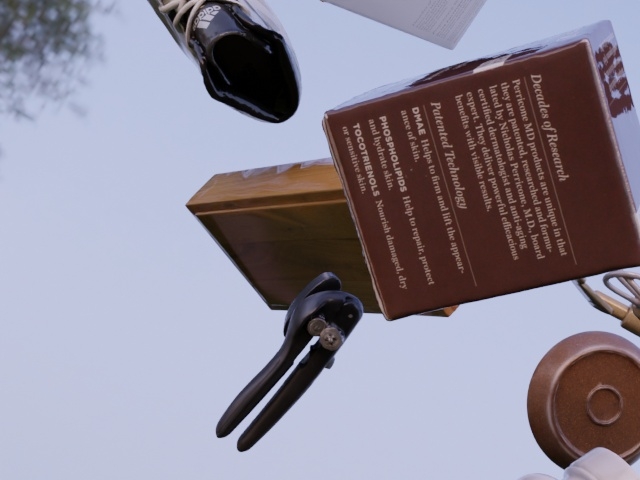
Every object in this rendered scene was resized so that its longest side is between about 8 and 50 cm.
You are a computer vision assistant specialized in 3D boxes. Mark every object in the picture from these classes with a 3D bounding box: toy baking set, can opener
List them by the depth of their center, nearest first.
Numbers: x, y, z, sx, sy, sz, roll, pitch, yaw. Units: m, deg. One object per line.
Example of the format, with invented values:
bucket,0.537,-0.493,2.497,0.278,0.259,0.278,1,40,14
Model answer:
can opener,-0.027,0.117,1.180,0.059,0.186,0.073,32,9,-7
toy baking set,0.326,0.072,1.231,0.256,0.030,0.197,28,-7,9

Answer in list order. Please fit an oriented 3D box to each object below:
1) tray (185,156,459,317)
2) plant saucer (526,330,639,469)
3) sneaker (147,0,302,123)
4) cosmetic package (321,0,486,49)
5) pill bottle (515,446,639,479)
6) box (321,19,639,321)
tray,0.000,0.000,1.655,0.203,0.076,0.411,52,-25,-20
plant saucer,0.319,0.187,1.484,0.168,0.168,0.029,28,-9,-10
sneaker,-0.152,-0.330,1.597,0.447,0.169,0.257,52,0,-21
cosmetic package,0.056,-0.347,1.457,0.197,0.155,0.365,41,18,22
pill bottle,0.175,0.287,1.125,0.136,0.246,0.136,52,-16,22
box,0.137,-0.056,0.998,0.203,0.168,0.167,-15,-82,21
